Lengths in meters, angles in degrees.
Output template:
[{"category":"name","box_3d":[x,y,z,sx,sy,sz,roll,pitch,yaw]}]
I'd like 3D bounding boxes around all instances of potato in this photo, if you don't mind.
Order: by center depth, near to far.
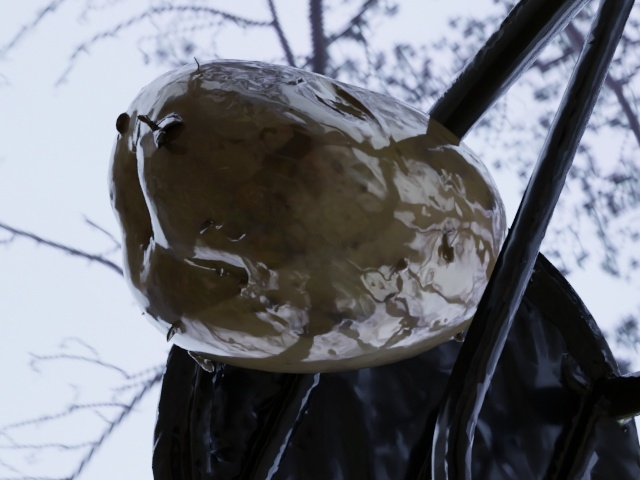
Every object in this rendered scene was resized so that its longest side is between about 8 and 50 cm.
[{"category":"potato","box_3d":[-0.004,-0.001,0.658,0.161,0.235,0.128,16,-92,7]}]

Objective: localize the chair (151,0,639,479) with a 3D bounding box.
[{"category":"chair","box_3d":[0.146,0.080,0.686,0.410,0.362,0.365,-25,-144,56]}]
